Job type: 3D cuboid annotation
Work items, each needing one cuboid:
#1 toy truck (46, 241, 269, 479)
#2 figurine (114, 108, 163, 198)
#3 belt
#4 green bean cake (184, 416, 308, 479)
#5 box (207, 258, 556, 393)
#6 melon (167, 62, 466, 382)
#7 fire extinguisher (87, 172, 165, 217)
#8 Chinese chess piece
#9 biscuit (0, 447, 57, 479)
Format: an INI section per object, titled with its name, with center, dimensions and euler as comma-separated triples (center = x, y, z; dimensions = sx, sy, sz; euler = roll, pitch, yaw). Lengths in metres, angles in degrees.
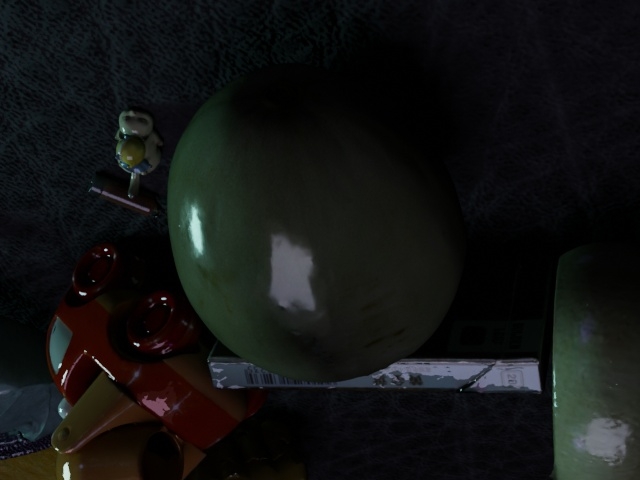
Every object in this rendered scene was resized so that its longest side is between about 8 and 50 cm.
[toy truck]
center = -0.205, 0.160, 1.480
dimensions = 0.265, 0.239, 0.189
euler = 36, 173, 48
[figurine]
center = -0.175, -0.082, 1.327
dimensions = 0.047, 0.050, 0.083
euler = 1, 146, 3
[belt]
center = -0.427, 0.180, 1.654
dimensions = 0.260, 0.122, 0.325
euler = -23, 151, 24
[green bean cake]
center = -0.133, 0.345, 1.777
dimensions = 0.224, 0.131, 0.229
euler = -6, 125, -24
[box]
center = 0.067, 0.083, 1.398
dimensions = 0.325, 0.180, 0.047
euler = 0, 120, 14
[melon]
center = -0.006, -0.010, 1.215
dimensions = 0.272, 0.271, 0.308
euler = -19, 133, 35
[fire extinguisher]
center = -0.193, -0.044, 1.414
dimensions = 0.083, 0.022, 0.028
euler = 22, -178, -19
[Chinese chess piece]
center = 0.276, 0.125, 1.343
dimensions = 0.101, 0.250, 0.250
euler = 2, 145, 13
[biscuit]
center = -0.412, 0.347, 2.050
dimensions = 0.232, 0.013, 0.237
euler = 1, 146, 12
